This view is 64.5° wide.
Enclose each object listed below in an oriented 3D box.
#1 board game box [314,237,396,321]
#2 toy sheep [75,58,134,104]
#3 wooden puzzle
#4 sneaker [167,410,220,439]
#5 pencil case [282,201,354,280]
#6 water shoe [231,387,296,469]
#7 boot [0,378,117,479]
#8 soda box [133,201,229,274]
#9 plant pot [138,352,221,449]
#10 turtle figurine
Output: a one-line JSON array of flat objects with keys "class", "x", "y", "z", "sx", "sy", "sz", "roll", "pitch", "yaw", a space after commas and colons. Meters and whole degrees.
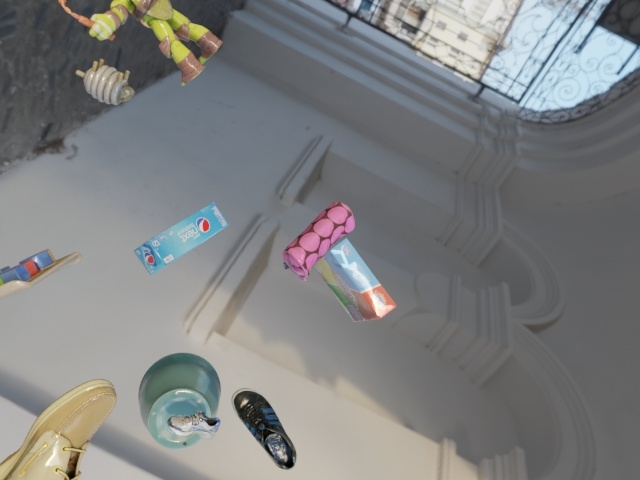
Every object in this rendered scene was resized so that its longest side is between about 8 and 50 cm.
[{"class": "board game box", "x": 0.094, "y": 0.133, "z": 1.568, "sx": 0.064, "sy": 0.242, "sz": 0.316, "roll": -35, "pitch": 176, "yaw": -14}, {"class": "toy sheep", "x": -0.484, "y": -0.355, "z": 1.144, "sx": 0.091, "sy": 0.132, "sz": 0.091, "roll": -155, "pitch": -90, "yaw": -85}, {"class": "wooden puzzle", "x": -0.929, "y": 0.120, "z": 1.499, "sx": 0.321, "sy": 0.081, "sz": 0.348, "roll": -22, "pitch": -170, "yaw": 5}, {"class": "sneaker", "x": -0.304, "y": 0.438, "z": 1.231, "sx": 0.058, "sy": 0.135, "sz": 0.052, "roll": -55, "pitch": -143, "yaw": 16}, {"class": "pencil case", "x": 0.000, "y": 0.000, "z": 1.254, "sx": 0.209, "sy": 0.098, "sz": 0.095, "roll": -44, "pitch": -152, "yaw": -23}, {"class": "water shoe", "x": -0.117, "y": 0.406, "z": 1.107, "sx": 0.073, "sy": 0.203, "sz": 0.080, "roll": -39, "pitch": 175, "yaw": -17}, {"class": "boot", "x": -0.361, "y": 0.353, "z": 0.723, "sx": 0.262, "sy": 0.203, "sz": 0.095, "roll": -47, "pitch": 146, "yaw": -10}, {"class": "soda box", "x": -0.306, "y": -0.008, "z": 1.138, "sx": 0.071, "sy": 0.067, "sz": 0.210, "roll": -26, "pitch": -171, "yaw": 41}, {"class": "plant pot", "x": -0.443, "y": 0.518, "z": 1.604, "sx": 0.272, "sy": 0.271, "sz": 0.255, "roll": -63, "pitch": -166, "yaw": -6}, {"class": "turtle figurine", "x": -0.257, "y": -0.365, "z": 0.792, "sx": 0.087, "sy": 0.217, "sz": 0.270, "roll": -30, "pitch": -148, "yaw": 33}]
